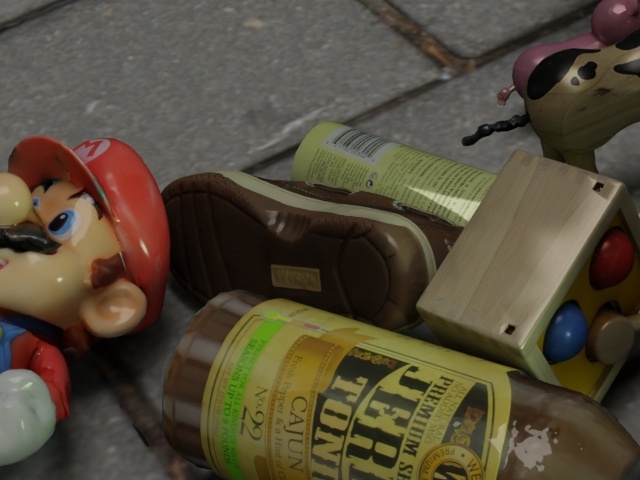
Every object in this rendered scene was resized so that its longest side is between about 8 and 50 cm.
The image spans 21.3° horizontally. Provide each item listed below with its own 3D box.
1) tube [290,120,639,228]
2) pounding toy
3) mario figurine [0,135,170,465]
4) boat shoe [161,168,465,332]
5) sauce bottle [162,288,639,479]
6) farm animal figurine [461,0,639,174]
[{"bbox_3d":[0.090,-0.013,1.079,0.240,0.070,0.062,21,18,32],"label":"tube"},{"bbox_3d":[0.148,0.035,0.949,0.100,0.141,0.130,22,70,36],"label":"pounding toy"},{"bbox_3d":[-0.218,0.045,0.999,0.198,0.170,0.320,37,62,4],"label":"mario figurine"},{"bbox_3d":[0.000,0.008,1.052,0.095,0.095,0.257,-11,18,-38],"label":"boat shoe"},{"bbox_3d":[0.077,0.113,0.879,0.344,0.111,0.111,14,46,32],"label":"sauce bottle"},{"bbox_3d":[0.282,-0.170,1.115,0.326,0.172,0.330,3,41,20],"label":"farm animal figurine"}]
